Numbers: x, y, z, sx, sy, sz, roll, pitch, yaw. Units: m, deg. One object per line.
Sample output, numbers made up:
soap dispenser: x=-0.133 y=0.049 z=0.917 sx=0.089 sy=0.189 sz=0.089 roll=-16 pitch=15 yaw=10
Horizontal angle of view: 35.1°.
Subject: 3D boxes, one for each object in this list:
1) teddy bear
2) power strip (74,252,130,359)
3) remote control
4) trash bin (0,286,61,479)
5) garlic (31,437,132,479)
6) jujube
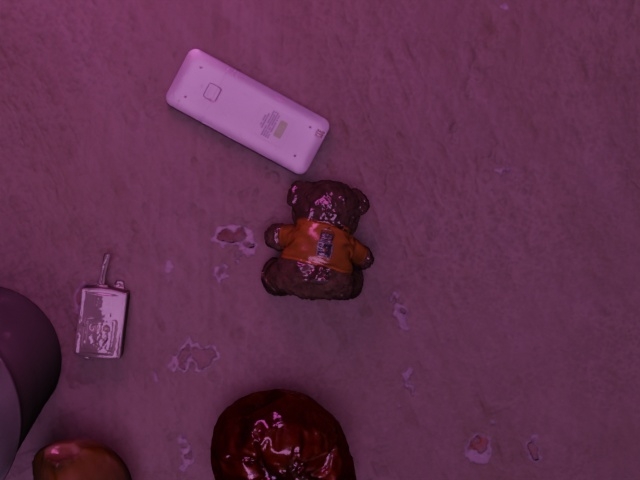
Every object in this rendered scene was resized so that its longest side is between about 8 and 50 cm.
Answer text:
teddy bear: x=0.000 y=0.000 z=1.564 sx=0.177 sy=0.140 sz=0.190 roll=9 pitch=86 yaw=-2
power strip: x=-0.340 y=0.106 z=1.590 sx=0.075 sy=0.042 sz=0.175 roll=6 pitch=94 yaw=-3
remote control: x=-0.113 y=-0.200 z=1.583 sx=0.250 sy=0.034 sz=0.103 roll=27 pitch=92 yaw=-5
trash bin: x=-0.519 y=0.208 z=1.391 sx=0.280 sy=0.432 sz=0.281 roll=0 pitch=96 yaw=-3
garlic: x=-0.386 y=0.465 z=1.542 sx=0.151 sy=0.196 sz=0.339 roll=5 pitch=91 yaw=13
jujube: x=-0.056 y=0.346 z=1.557 sx=0.212 sy=0.213 sz=0.232 roll=-18 pitch=101 yaw=-2
